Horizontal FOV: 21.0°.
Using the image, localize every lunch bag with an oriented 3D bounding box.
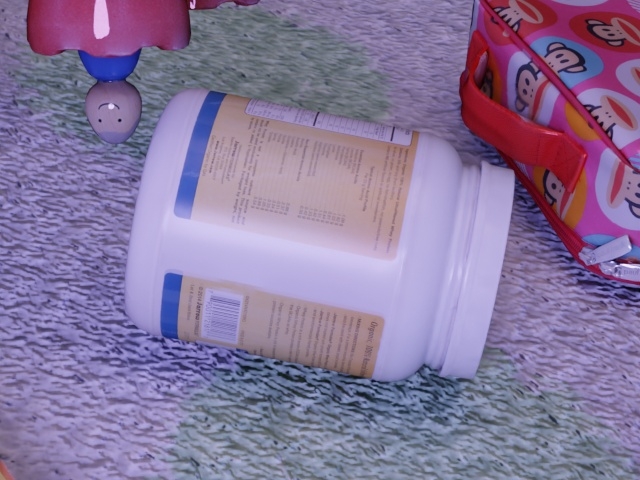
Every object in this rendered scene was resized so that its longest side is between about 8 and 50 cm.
[{"bbox_3d":[0.223,-0.087,1.195,0.258,0.120,0.293,-3,36,-19],"label":"lunch bag"}]

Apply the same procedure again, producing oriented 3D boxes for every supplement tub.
[{"bbox_3d":[0.000,0.000,0.979,0.199,0.144,0.144,12,33,1],"label":"supplement tub"}]

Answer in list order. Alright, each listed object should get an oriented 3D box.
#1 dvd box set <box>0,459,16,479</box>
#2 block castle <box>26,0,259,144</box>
[{"bbox_3d":[-0.349,0.145,0.740,0.420,0.062,0.307,-16,41,-34],"label":"dvd box set"},{"bbox_3d":[-0.276,-0.173,1.000,0.453,0.213,0.303,1,14,7],"label":"block castle"}]
